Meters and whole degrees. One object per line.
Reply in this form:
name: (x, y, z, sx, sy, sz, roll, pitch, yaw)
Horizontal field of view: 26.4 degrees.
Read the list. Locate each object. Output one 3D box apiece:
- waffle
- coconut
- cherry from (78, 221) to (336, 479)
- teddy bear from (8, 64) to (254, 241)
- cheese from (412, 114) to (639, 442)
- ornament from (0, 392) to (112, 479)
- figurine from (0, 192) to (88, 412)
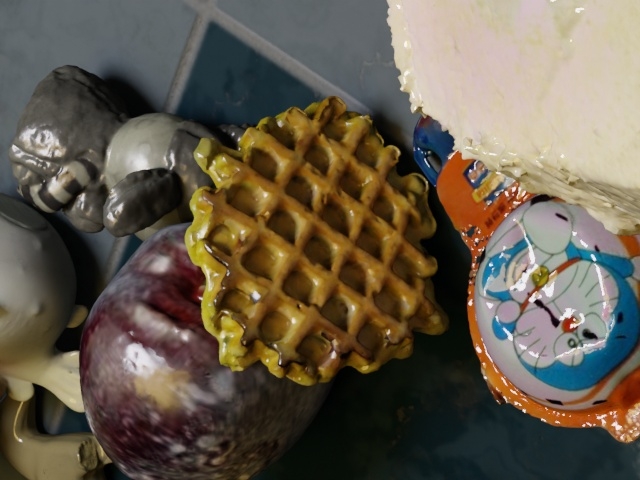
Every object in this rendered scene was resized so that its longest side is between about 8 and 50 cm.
waffle: (0.000, 0.000, 1.152, 0.058, 0.243, 0.238, -34, 72, 58)
coconut: (0.261, -0.210, 0.860, 0.404, 0.404, 0.405, 11, 110, 30)
cherry: (-0.099, 0.103, 1.237, 0.218, 0.255, 0.296, 34, 141, 14)
teddy bear: (-0.187, -0.057, 1.299, 0.251, 0.171, 0.144, 26, 128, 20)
cheese: (0.181, 0.010, 1.103, 0.217, 0.129, 0.329, -45, 61, 29)
ornament: (-0.275, 0.270, 1.520, 0.244, 0.061, 0.230, -4, 100, 34)
figurine: (-0.375, 0.149, 1.451, 0.274, 0.226, 0.394, 24, 104, -12)
